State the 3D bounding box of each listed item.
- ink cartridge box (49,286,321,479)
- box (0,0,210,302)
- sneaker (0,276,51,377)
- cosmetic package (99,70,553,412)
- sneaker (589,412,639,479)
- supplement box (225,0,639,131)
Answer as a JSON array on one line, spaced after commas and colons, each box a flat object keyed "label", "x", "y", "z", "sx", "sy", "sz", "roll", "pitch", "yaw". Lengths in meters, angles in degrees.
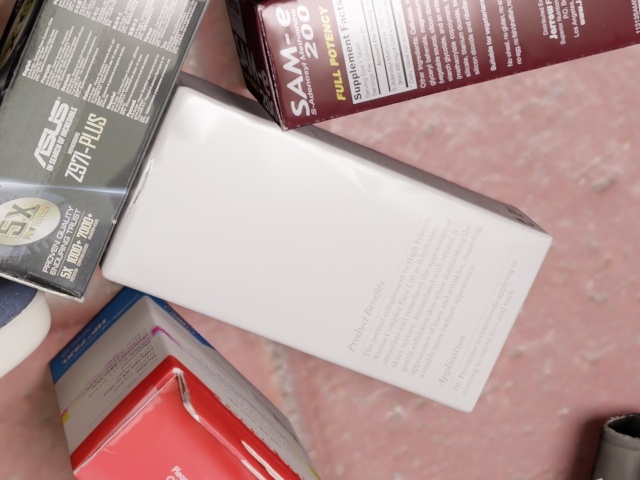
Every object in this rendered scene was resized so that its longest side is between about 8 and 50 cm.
[{"label": "ink cartridge box", "x": -0.065, "y": 0.116, "z": 1.013, "sx": 0.078, "sy": 0.231, "sz": 0.134, "roll": -44, "pitch": 107, "yaw": 2}, {"label": "box", "x": -0.130, "y": -0.078, "z": 0.996, "sx": 0.077, "sy": 0.147, "sz": 0.180, "roll": 21, "pitch": 99, "yaw": -16}, {"label": "sneaker", "x": -0.322, "y": 0.035, "z": 0.997, "sx": 0.350, "sy": 0.131, "sz": 0.148, "roll": -12, "pitch": 102, "yaw": -11}, {"label": "cosmetic package", "x": 0.000, "y": 0.000, "z": 1.076, "sx": 0.231, "sy": 0.085, "sz": 0.117, "roll": 23, "pitch": 98, "yaw": -14}, {"label": "sneaker", "x": 0.138, "y": 0.246, "z": 1.145, "sx": 0.447, "sy": 0.169, "sz": 0.257, "roll": -17, "pitch": 98, "yaw": -15}, {"label": "supplement box", "x": 0.076, "y": -0.130, "z": 1.033, "sx": 0.239, "sy": 0.130, "sz": 0.073, "roll": -14, "pitch": 107, "yaw": -7}]
